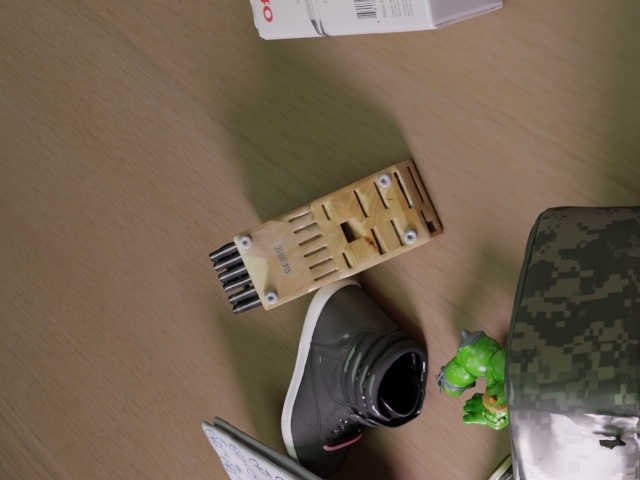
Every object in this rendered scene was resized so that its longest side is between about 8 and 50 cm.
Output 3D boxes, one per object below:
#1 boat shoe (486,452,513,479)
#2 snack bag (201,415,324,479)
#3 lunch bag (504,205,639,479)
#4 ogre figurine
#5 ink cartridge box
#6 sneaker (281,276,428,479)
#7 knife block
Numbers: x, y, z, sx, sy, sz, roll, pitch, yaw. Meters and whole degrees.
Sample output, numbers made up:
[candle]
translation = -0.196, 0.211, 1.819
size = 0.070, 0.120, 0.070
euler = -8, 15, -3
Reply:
[boat shoe]
translation = 0.197, 0.284, 1.047
size = 0.049, 0.056, 0.152
euler = 36, 145, 28
[snack bag]
translation = 0.003, 0.402, 1.293
size = 0.323, 0.037, 0.343
euler = 17, 140, 48
[lunch bag]
translation = 0.273, 0.130, 0.691
size = 0.255, 0.213, 0.305
euler = 1, 129, 18
[ogre figurine]
translation = 0.192, 0.152, 0.946
size = 0.197, 0.096, 0.118
euler = 52, 163, 43
[ink cartridge box]
translation = 0.034, -0.279, 0.888
size = 0.237, 0.100, 0.172
euler = 10, 117, 48
[sneaker]
translation = 0.041, 0.201, 1.149
size = 0.147, 0.104, 0.296
euler = 38, 132, 40
[knife block]
translation = 0.000, 0.000, 1.127
size = 0.275, 0.242, 0.088
euler = -24, 92, 10
